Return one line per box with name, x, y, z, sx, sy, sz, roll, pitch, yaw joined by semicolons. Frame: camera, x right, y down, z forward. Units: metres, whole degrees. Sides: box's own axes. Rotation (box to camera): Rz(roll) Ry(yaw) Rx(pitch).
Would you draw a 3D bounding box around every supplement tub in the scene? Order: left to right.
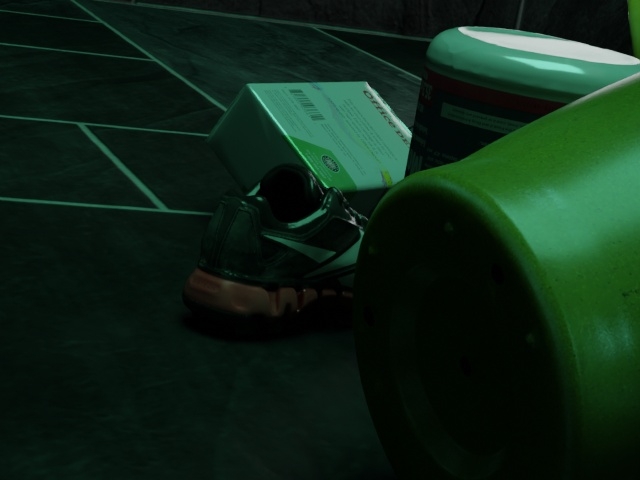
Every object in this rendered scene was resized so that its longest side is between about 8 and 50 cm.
supplement tub;0.160;-0.028;1.331;0.191;0.272;0.191;9;14;-2

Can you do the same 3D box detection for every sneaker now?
sneaker;0.000;0.000;1.403;0.098;0.135;0.276;19;15;39

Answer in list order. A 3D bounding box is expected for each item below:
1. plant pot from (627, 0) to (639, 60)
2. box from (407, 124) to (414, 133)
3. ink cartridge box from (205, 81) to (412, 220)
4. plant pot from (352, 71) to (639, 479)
plant pot;0.520;-0.216;1.973;0.239;0.254;0.254;-12;8;18
box;0.167;-0.128;2.244;0.116;0.029;0.162;14;16;13
ink cartridge box;0.009;-0.085;1.714;0.212;0.093;0.154;-10;56;-50
plant pot;0.224;0.044;1.029;0.353;0.366;0.366;-11;22;-27
